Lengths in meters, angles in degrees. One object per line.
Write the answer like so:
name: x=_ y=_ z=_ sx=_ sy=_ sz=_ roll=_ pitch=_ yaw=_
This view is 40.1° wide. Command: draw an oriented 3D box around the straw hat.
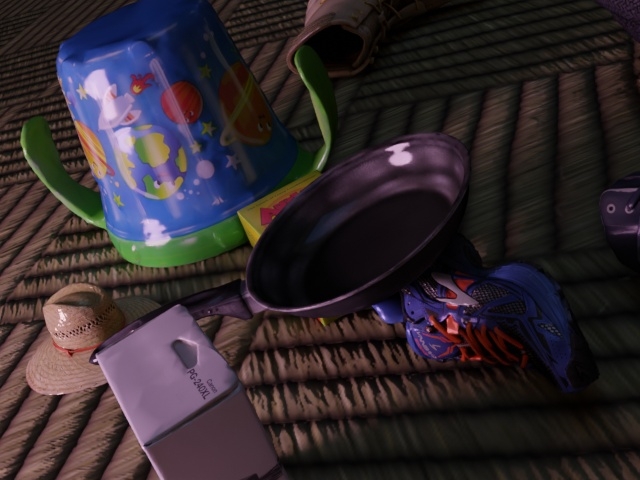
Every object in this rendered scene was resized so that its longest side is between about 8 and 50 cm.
straw hat: x=-0.216 y=0.071 z=0.800 sx=0.145 sy=0.061 sz=0.144 roll=-16 pitch=32 yaw=10

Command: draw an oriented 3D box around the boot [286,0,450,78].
boot: x=0.087 y=-0.309 z=1.180 sx=0.262 sy=0.095 sz=0.203 roll=-11 pitch=31 yaw=20

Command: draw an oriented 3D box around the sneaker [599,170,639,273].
sneaker: x=0.256 y=-0.058 z=0.556 sx=0.086 sy=0.226 sz=0.163 roll=-14 pitch=21 yaw=-27

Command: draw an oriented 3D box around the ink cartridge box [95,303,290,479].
ink cartridge box: x=-0.066 y=0.129 z=0.525 sx=0.063 sy=0.150 sz=0.109 roll=-30 pitch=31 yaw=-15

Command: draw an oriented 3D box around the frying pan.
frying pan: x=-0.018 y=0.031 z=0.661 sx=0.326 sy=0.053 sz=0.197 roll=-41 pitch=27 yaw=-8

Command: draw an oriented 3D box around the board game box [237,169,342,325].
board game box: x=0.000 y=0.000 z=0.795 sx=0.092 sy=0.043 sz=0.181 roll=-29 pitch=31 yaw=-12

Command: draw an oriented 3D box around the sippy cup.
sippy cup: x=-0.155 y=-0.127 z=0.918 sx=0.306 sy=0.224 sz=0.240 roll=-29 pitch=31 yaw=-11

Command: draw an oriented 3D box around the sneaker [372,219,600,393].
sneaker: x=0.107 y=0.058 z=0.616 sx=0.087 sy=0.083 sz=0.221 roll=-38 pitch=25 yaw=-11

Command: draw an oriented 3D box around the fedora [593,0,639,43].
fedora: x=0.360 y=-0.228 z=0.786 sx=0.152 sy=0.334 sz=0.334 roll=-53 pitch=28 yaw=13
